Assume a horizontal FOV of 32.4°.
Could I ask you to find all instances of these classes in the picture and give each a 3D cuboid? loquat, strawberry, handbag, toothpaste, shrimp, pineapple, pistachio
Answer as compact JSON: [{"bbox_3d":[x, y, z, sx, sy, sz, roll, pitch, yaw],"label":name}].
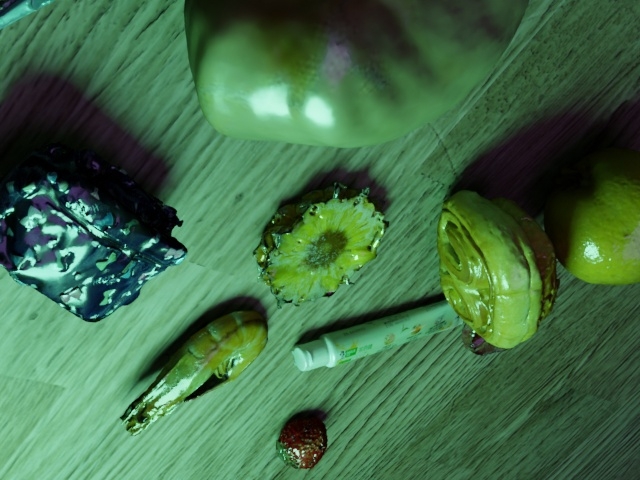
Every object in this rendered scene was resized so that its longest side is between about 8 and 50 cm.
[{"bbox_3d":[0.433,-0.036,1.626,0.208,0.208,0.208,-19,138,-18],"label":"loquat"},{"bbox_3d":[-0.028,0.325,1.779,0.096,0.083,0.083,-48,153,-38],"label":"strawberry"},{"bbox_3d":[-0.267,-0.012,1.243,0.162,0.113,0.260,-35,143,12],"label":"handbag"},{"bbox_3d":[0.105,0.142,1.701,0.314,0.058,0.056,-14,93,-28],"label":"toothpaste"},{"bbox_3d":[-0.174,0.186,1.547,0.249,0.068,0.150,-34,146,-8],"label":"shrimp"},{"bbox_3d":[0.000,0.000,1.492,0.221,0.047,0.221,-22,141,-19],"label":"pineapple"},{"bbox_3d":[0.049,-0.251,1.075,0.445,0.281,0.365,-36,166,-39],"label":"pistachio"}]

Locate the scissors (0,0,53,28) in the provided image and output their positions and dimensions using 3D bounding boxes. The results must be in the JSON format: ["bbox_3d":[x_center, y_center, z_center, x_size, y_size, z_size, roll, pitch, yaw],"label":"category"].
[{"bbox_3d":[-0.170,-0.315,1.059,0.393,0.032,0.180,-32,141,-2],"label":"scissors"}]

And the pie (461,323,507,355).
[{"bbox_3d":[0.304,0.133,1.836,0.154,0.036,0.154,-19,138,-17],"label":"pie"}]

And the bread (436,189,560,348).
[{"bbox_3d":[0.249,0.039,1.575,0.120,0.198,0.236,-27,140,-17],"label":"bread"}]
